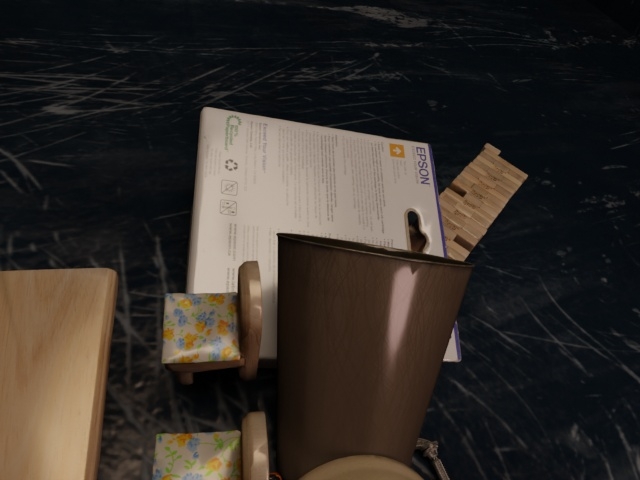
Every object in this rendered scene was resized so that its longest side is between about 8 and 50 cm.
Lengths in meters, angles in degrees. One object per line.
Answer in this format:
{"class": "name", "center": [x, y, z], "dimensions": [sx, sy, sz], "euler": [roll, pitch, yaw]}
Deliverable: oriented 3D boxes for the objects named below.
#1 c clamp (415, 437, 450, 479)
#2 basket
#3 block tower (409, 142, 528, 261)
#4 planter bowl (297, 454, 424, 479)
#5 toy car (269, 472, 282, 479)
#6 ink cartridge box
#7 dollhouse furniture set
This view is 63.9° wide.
{"class": "c clamp", "center": [0.126, 0.283, 0.553], "dimensions": [0.137, 0.022, 0.160], "euler": [-15, 59, -26]}
{"class": "basket", "center": [0.039, 0.118, 0.504], "dimensions": [0.205, 0.226, 0.154], "euler": [7, 4, -26]}
{"class": "block tower", "center": [0.229, -0.039, 0.829], "dimensions": [0.097, 0.090, 0.335], "euler": [37, 48, 11]}
{"class": "planter bowl", "center": [0.039, 0.271, 0.397], "dimensions": [0.162, 0.161, 0.109], "euler": [11, 7, -12]}
{"class": "toy car", "center": [-0.042, 0.277, 0.492], "dimensions": [0.121, 0.060, 0.040], "euler": [66, 13, 14]}
{"class": "ink cartridge box", "center": [0.000, 0.000, 0.662], "dimensions": [0.331, 0.071, 0.323], "euler": [6, 64, -17]}
{"class": "dollhouse furniture set", "center": [-0.209, 0.172, 0.313], "dimensions": [0.363, 0.256, 0.393], "euler": [-2, 56, -11]}
